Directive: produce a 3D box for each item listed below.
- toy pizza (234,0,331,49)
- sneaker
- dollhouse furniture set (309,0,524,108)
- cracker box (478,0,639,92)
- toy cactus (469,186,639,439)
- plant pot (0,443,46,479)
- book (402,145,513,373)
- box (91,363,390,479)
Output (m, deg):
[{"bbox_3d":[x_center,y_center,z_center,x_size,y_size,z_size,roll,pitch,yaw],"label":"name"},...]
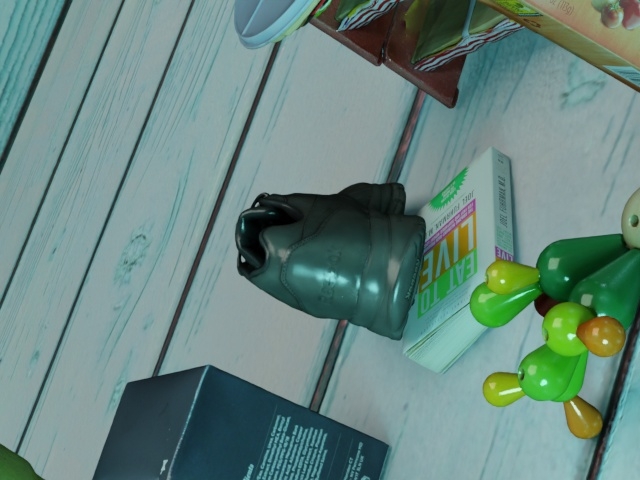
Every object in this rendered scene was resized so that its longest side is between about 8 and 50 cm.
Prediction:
[{"bbox_3d":[-0.002,-0.232,1.202,0.201,0.032,0.201,-47,27,33],"label":"toy pizza"},{"bbox_3d":[0.000,0.000,1.173,0.286,0.130,0.109,-147,68,-85],"label":"sneaker"},{"bbox_3d":[0.144,-0.318,1.219,0.201,0.152,0.374,-18,50,61],"label":"dollhouse furniture set"},{"bbox_3d":[0.209,-0.221,0.963,0.232,0.156,0.067,-65,22,-1],"label":"cracker box"},{"bbox_3d":[0.180,0.026,0.877,0.180,0.112,0.219,-51,15,-18],"label":"toy cactus"},{"bbox_3d":[-0.204,0.306,1.181,0.276,0.254,0.276,-51,23,32],"label":"plant pot"},{"bbox_3d":[0.102,0.011,1.127,0.096,0.035,0.144,-45,26,35],"label":"book"},{"bbox_3d":[-0.061,0.166,1.150,0.156,0.158,0.093,-18,50,60],"label":"box"}]
